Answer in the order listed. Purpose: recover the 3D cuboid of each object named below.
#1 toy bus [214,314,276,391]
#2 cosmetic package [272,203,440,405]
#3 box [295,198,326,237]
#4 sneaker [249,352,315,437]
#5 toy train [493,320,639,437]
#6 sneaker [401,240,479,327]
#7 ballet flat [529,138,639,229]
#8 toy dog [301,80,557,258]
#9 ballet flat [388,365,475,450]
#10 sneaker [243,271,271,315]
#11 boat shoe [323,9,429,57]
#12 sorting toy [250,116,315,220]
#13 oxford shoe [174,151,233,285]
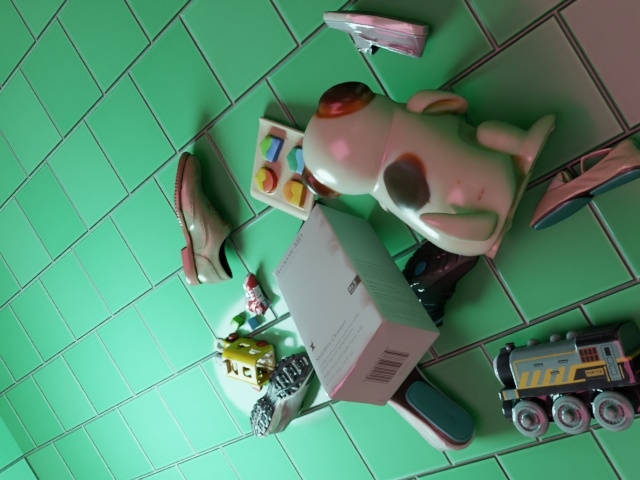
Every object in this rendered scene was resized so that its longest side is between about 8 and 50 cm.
[{"bbox_3d":[-0.215,0.317,2.112,0.191,0.104,0.202,49,130,9],"label":"toy bus"},{"bbox_3d":[0.060,0.125,1.647,0.217,0.156,0.385,-58,38,22],"label":"cosmetic package"},{"bbox_3d":[0.000,0.000,1.860,0.116,0.029,0.162,38,126,17],"label":"box"},{"bbox_3d":[-0.083,0.396,2.066,0.271,0.108,0.100,-58,47,22],"label":"sneaker"},{"bbox_3d":[0.493,0.271,1.557,0.334,0.142,0.190,-19,85,43],"label":"toy train"},{"bbox_3d":[0.230,0.108,1.704,0.139,0.125,0.341,36,130,-15],"label":"sneaker"},{"bbox_3d":[0.474,-0.104,1.441,0.248,0.086,0.086,-34,89,39],"label":"ballet flat"},{"bbox_3d":[0.161,-0.127,1.459,0.408,0.395,0.284,25,132,16],"label":"toy dog"},{"bbox_3d":[0.178,0.336,1.828,0.400,0.139,0.139,44,129,11],"label":"ballet flat"},{"bbox_3d":[-0.160,0.139,2.032,0.067,0.042,0.118,23,130,31],"label":"sneaker"},{"bbox_3d":[0.103,-0.404,1.569,0.227,0.079,0.081,18,115,26],"label":"boat shoe"},{"bbox_3d":[-0.085,-0.161,1.825,0.193,0.038,0.208,25,120,33],"label":"sorting toy"},{"bbox_3d":[-0.288,-0.056,2.016,0.130,0.123,0.348,-2,110,9],"label":"oxford shoe"}]
